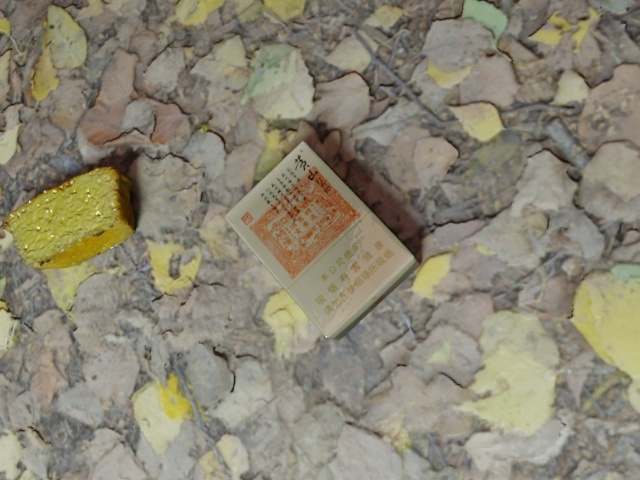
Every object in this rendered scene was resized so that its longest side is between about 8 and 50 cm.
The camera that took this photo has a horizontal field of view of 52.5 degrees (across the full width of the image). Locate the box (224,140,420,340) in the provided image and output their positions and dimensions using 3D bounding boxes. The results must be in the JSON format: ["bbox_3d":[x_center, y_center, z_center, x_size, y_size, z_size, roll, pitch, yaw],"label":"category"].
[{"bbox_3d":[0.000,0.000,0.767,0.141,0.058,0.201,-42,69,3],"label":"box"}]

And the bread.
[{"bbox_3d":[-0.329,-0.026,0.865,0.187,0.065,0.103,-27,73,7],"label":"bread"}]
